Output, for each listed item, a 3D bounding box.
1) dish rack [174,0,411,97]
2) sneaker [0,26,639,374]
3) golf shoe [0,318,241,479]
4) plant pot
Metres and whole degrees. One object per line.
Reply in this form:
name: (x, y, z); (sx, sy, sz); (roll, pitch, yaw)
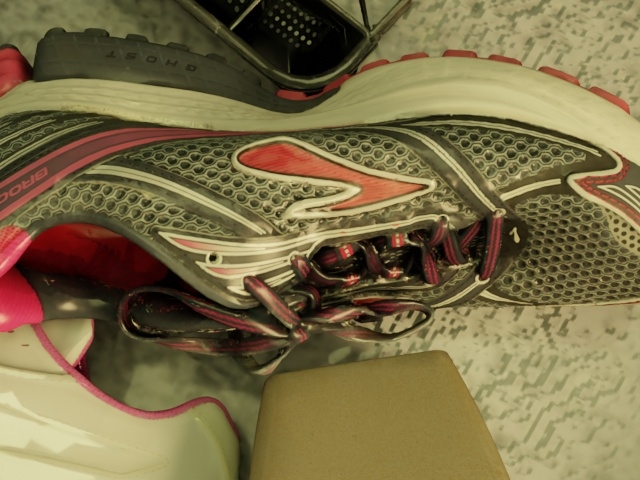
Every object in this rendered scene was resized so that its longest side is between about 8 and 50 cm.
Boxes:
dish rack: (0.008, -0.211, 0.696); (0.208, 0.074, 0.271); (41, 82, 8)
sneaker: (0.000, 0.000, 0.613); (0.299, 0.121, 0.112); (3, 47, 3)
golf shoe: (-0.174, 0.068, 0.634); (0.306, 0.115, 0.140); (29, 70, 0)
plant pot: (0.022, 0.103, 0.618); (0.109, 0.109, 0.096); (-9, 67, 0)
